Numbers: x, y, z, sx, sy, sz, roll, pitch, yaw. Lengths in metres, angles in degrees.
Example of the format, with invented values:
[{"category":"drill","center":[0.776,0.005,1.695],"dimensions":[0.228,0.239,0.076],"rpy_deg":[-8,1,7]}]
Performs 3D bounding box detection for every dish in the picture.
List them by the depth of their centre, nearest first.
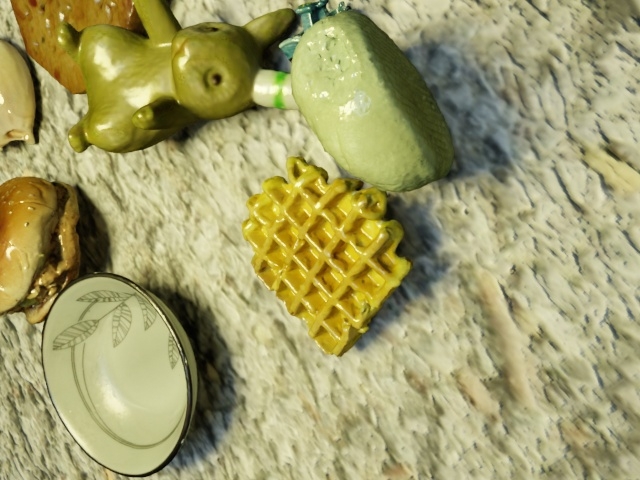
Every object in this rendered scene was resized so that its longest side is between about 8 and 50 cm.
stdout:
[{"category":"dish","center":[-0.291,0.197,0.812],"dimensions":[0.316,0.106,0.317],"rpy_deg":[4,98,27]}]

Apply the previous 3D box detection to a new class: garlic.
[{"category":"garlic","center":[-0.616,-0.261,0.943],"dimensions":[0.227,0.110,0.217],"rpy_deg":[29,103,23]}]

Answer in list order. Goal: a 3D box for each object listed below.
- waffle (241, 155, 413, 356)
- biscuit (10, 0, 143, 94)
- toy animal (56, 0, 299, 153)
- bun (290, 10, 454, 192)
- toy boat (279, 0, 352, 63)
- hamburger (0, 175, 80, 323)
[{"category":"waffle","center":[0.000,0.000,0.634],"dimensions":[0.229,0.057,0.219],"rpy_deg":[46,132,16]},{"category":"biscuit","center":[-0.387,-0.411,0.811],"dimensions":[0.358,0.046,0.360],"rpy_deg":[13,114,31]},{"category":"toy animal","center":[-0.168,-0.221,0.675],"dimensions":[0.362,0.180,0.181],"rpy_deg":[-8,85,26]},{"category":"bun","center":[0.051,-0.136,0.548],"dimensions":[0.108,0.221,0.221],"rpy_deg":[-31,80,25]},{"category":"toy boat","center":[-0.001,-0.252,0.615],"dimensions":[0.060,0.137,0.061],"rpy_deg":[5,125,35]},{"category":"hamburger","center":[-0.498,0.013,0.866],"dimensions":[0.285,0.146,0.243],"rpy_deg":[-15,66,44]}]
